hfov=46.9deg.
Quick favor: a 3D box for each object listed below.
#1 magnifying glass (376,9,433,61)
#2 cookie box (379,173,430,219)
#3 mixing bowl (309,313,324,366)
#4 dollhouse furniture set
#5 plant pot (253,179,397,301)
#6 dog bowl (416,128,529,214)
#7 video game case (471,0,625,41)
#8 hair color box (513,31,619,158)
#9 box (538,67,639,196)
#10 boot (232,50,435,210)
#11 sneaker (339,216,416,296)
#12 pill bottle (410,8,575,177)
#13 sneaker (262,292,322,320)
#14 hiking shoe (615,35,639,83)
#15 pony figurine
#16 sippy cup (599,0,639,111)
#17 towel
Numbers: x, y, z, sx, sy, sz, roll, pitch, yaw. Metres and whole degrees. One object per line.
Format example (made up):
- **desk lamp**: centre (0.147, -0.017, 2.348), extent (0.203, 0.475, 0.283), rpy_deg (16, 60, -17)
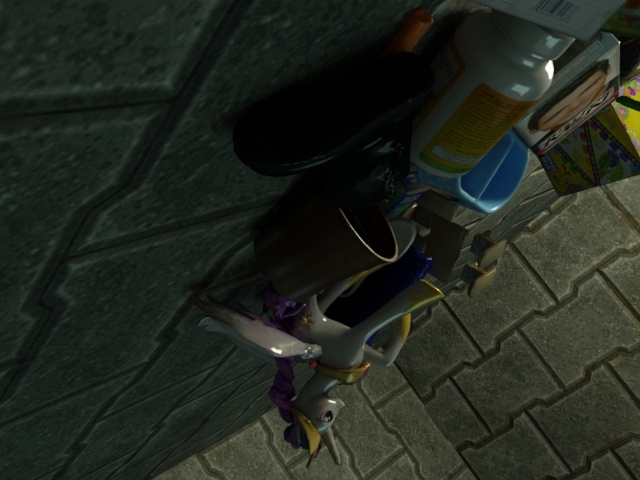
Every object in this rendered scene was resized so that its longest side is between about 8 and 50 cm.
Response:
- **magnifying glass**: centre (0.061, -0.184, 0.890), extent (0.092, 0.026, 0.231), rpy_deg (-22, 160, -41)
- **cookie box**: centre (0.142, -0.077, 1.389), extent (0.107, 0.040, 0.092), rpy_deg (-46, 161, 32)
- **mixing bowl**: centre (0.017, 0.269, 2.097), extent (0.181, 0.098, 0.181), rpy_deg (-34, 166, -9)
- **dollhouse furniture set**: centre (0.250, -0.017, 1.511), extent (0.161, 0.212, 0.242), rpy_deg (-25, 136, -42)
- **plant pot**: centre (0.000, 0.000, 1.097), extent (0.165, 0.167, 0.167), rpy_deg (-33, 168, 21)
- **dog bowl**: centre (0.270, -0.134, 1.256), extent (0.166, 0.074, 0.297), rpy_deg (-59, 150, 6)
- **video game case**: centre (0.204, -0.297, 0.589), extent (0.269, 0.061, 0.244), rpy_deg (6, 144, -33)
- **hair color box**: centre (0.389, -0.257, 1.235), extent (0.185, 0.113, 0.374), rpy_deg (-40, 164, 17)
- **box**: centre (0.661, -0.256, 1.594), extent (0.290, 0.177, 0.279), rpy_deg (-30, -176, -19)
- **boot**: centre (0.016, -0.095, 0.862), extent (0.246, 0.094, 0.207), rpy_deg (-28, 156, -19)
- **sneaker**: centre (0.103, 0.010, 1.411), extent (0.217, 0.079, 0.121), rpy_deg (-41, -174, 29)
- **pill bottle**: centre (0.206, -0.202, 0.936), extent (0.136, 0.136, 0.245), rpy_deg (-24, 162, -40)
- **sneaker**: centre (-0.049, 0.131, 1.524), extent (0.094, 0.091, 0.258), rpy_deg (-44, 173, 7)
- **hiking shoe**: centre (0.609, -0.368, 1.440), extent (0.227, 0.086, 0.114), rpy_deg (-44, 160, 27)
- **pony figurine**: centre (-0.023, 0.154, 1.262), extent (0.363, 0.351, 0.303), rpy_deg (-53, 172, -10)
- **sippy cup**: centre (0.376, -0.299, 0.754), extent (0.305, 0.224, 0.240), rpy_deg (-64, 148, -22)
- **towel**: centre (0.095, 0.136, 1.467), extent (0.308, 0.076, 0.227), rpy_deg (-52, -163, 1)
